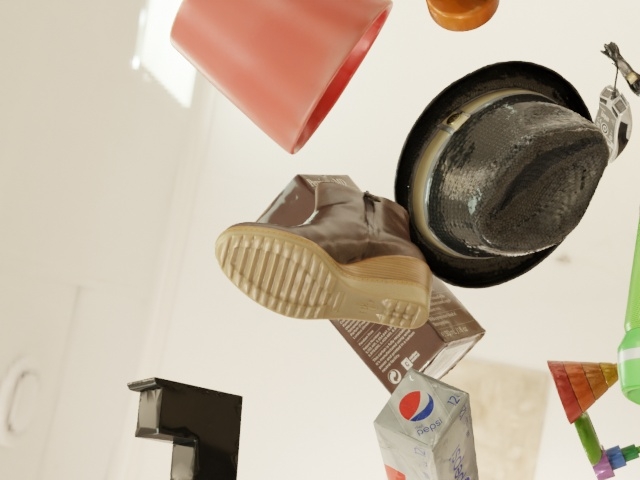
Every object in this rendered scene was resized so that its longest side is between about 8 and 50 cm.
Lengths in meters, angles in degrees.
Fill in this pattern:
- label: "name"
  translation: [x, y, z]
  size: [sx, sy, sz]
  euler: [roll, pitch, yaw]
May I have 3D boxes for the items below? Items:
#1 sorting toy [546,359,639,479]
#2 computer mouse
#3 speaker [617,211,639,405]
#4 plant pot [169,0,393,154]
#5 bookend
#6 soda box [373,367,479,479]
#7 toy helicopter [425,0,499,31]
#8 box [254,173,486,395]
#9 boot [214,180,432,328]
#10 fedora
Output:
- label: "sorting toy"
  translation: [0.520, 0.319, 2.211]
  size: [0.365, 0.126, 0.127]
  euler: [57, -165, -44]
- label: "computer mouse"
  translation: [0.461, -0.205, 1.879]
  size: [0.193, 0.042, 0.106]
  euler: [90, 156, -45]
- label: "speaker"
  translation: [0.348, 0.005, 1.106]
  size: [0.131, 0.131, 0.296]
  euler: [77, -156, -71]
- label: "plant pot"
  translation: [-0.067, -0.298, 1.761]
  size: [0.275, 0.243, 0.275]
  euler: [-57, -2, -3]
- label: "bookend"
  translation: [-0.196, 0.286, 1.713]
  size: [0.156, 0.072, 0.157]
  euler: [18, -114, -39]
- label: "soda box"
  translation: [0.148, 0.295, 1.633]
  size: [0.098, 0.091, 0.286]
  euler: [-54, -29, -26]
- label: "toy helicopter"
  translation: [0.196, -0.419, 1.367]
  size: [0.140, 0.235, 0.355]
  euler: [61, -166, -57]
- label: "box"
  translation: [0.082, 0.065, 2.026]
  size: [0.143, 0.381, 0.191]
  euler: [-49, -19, 21]
- label: "boot"
  translation: [0.000, 0.000, 1.307]
  size: [0.207, 0.248, 0.090]
  euler: [-100, 33, -57]
- label: "fedora"
  translation: [0.269, -0.078, 1.623]
  size: [0.152, 0.334, 0.334]
  euler: [25, 107, 63]
